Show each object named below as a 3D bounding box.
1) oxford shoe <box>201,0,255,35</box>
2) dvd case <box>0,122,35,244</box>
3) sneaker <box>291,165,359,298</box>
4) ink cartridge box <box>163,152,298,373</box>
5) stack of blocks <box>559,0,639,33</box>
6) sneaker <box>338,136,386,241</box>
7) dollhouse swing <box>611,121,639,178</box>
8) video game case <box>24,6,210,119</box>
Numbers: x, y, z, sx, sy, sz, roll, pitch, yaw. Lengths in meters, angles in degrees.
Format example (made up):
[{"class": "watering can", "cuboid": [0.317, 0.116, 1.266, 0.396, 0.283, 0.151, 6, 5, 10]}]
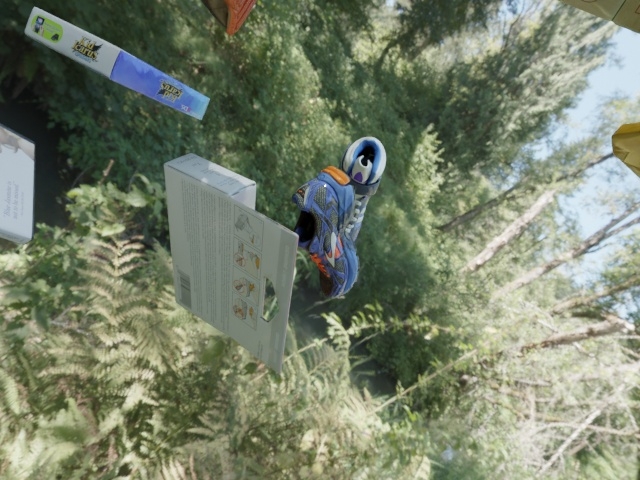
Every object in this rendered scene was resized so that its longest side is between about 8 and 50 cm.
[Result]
[{"class": "oxford shoe", "cuboid": [-0.133, -0.359, 0.552, 0.098, 0.097, 0.271, 32, 5, -17]}, {"class": "dvd case", "cuboid": [-0.467, -0.114, 0.488, 0.253, 0.022, 0.181, 42, 27, -61]}, {"class": "sneaker", "cuboid": [0.000, 0.000, 0.613, 0.083, 0.087, 0.221, 38, -37, 49]}, {"class": "ink cartridge box", "cuboid": [-0.137, 0.042, 0.671, 0.261, 0.297, 0.066, 27, 39, 22]}, {"class": "stack of blocks", "cuboid": [0.237, -0.194, 0.220, 0.297, 0.171, 0.087, 36, -17, 17]}, {"class": "sneaker", "cuboid": [0.068, -0.115, 1.056, 0.130, 0.323, 0.236, 26, -13, 8]}, {"class": "dollhouse swing", "cuboid": [0.671, -0.143, 0.547, 0.346, 0.315, 0.305, 40, 24, -4]}, {"class": "video game case", "cuboid": [-0.412, -0.363, 0.868, 0.244, 0.061, 0.269, 30, 10, 17]}]
